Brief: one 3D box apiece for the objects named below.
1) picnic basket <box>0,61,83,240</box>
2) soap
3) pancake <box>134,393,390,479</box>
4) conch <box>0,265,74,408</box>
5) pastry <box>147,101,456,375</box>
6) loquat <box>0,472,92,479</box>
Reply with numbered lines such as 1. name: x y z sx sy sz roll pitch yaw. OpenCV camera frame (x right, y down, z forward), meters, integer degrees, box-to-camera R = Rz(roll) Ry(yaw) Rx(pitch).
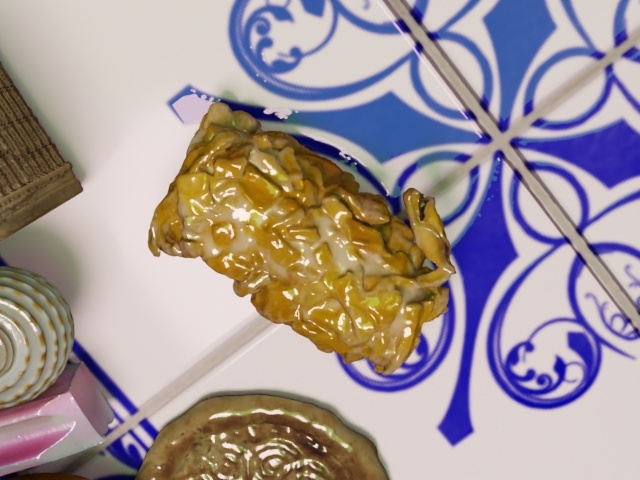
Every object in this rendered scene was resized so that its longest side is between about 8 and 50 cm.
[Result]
1. picnic basket: -0.356 -0.008 0.754 0.313 0.228 0.175 -29 100 6
2. soap: -0.245 0.147 0.855 0.149 0.100 0.056 -16 104 4
3. pancake: -0.050 0.232 0.914 0.235 0.029 0.211 -4 103 -1
4. conch: -0.253 0.078 0.798 0.135 0.153 0.102 -7 75 -5
5. pastry: 0.000 0.000 0.816 0.250 0.102 0.154 29 101 -5
6. loquat: -0.236 0.284 0.855 0.234 0.176 0.187 -4 63 19
